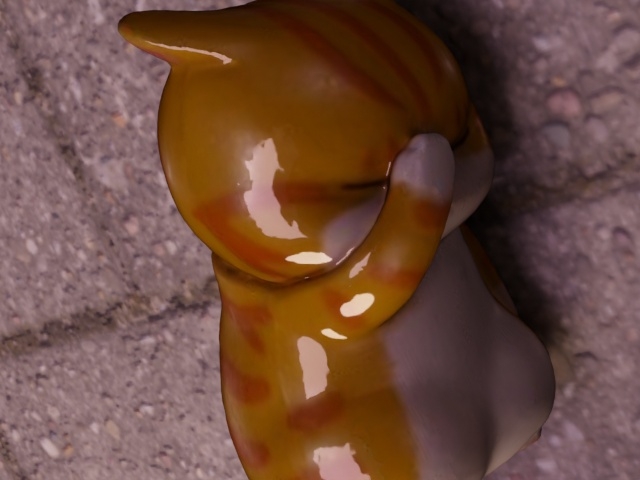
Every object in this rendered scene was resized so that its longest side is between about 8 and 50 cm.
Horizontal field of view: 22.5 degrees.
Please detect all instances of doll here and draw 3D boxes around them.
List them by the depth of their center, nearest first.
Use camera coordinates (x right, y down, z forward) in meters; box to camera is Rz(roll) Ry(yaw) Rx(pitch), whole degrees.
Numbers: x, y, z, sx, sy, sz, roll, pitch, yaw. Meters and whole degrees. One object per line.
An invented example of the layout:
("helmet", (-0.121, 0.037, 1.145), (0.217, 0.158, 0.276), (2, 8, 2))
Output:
("doll", (0.015, 0.011, 0.758), (0.162, 0.167, 0.269), (7, 114, 35))
